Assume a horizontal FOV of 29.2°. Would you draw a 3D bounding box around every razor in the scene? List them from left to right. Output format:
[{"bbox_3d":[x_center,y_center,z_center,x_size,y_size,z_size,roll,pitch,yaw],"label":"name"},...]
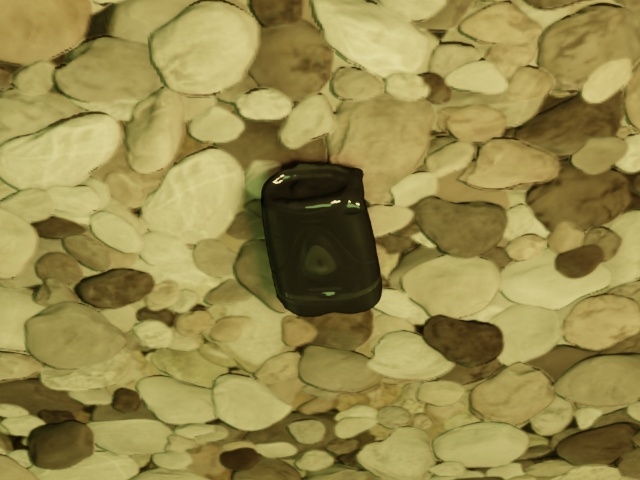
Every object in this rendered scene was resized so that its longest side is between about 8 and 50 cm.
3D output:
[{"bbox_3d":[0.000,0.000,0.988,0.090,0.054,0.148,-6,137,4],"label":"razor"}]
